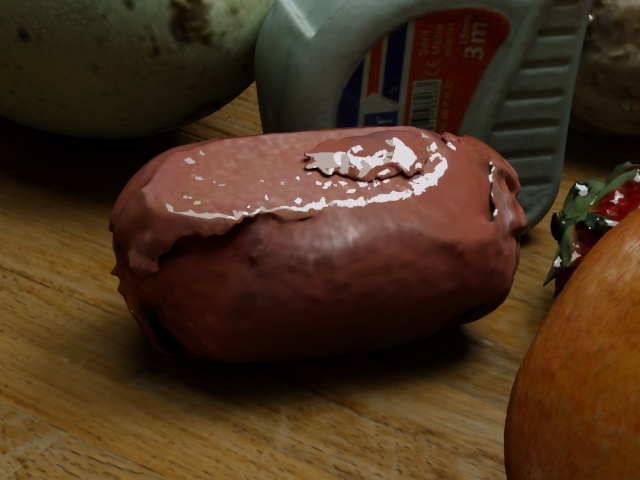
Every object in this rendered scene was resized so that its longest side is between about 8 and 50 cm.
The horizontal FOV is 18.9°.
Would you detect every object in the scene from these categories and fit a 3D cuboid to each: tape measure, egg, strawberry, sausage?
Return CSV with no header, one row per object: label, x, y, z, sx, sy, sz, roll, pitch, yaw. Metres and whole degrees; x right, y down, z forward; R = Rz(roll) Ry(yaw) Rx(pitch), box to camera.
tape measure,0.075,-0.120,1.368,0.246,0.243,0.125,-4,32,-16
egg,-0.178,-0.223,1.459,0.288,0.287,0.379,-22,26,-38
strawberry,0.224,0.020,1.300,0.131,0.148,0.131,-35,20,15
sausage,0.000,0.000,1.246,0.280,0.152,0.152,-7,32,-21

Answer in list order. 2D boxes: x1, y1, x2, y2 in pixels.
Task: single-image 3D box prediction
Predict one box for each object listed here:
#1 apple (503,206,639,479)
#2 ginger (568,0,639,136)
apple,0.233,0.101,0.984,0.299,0.299,0.275,-15,21,-30
ginger,0.307,-0.199,1.501,0.375,0.256,0.176,-7,47,0
